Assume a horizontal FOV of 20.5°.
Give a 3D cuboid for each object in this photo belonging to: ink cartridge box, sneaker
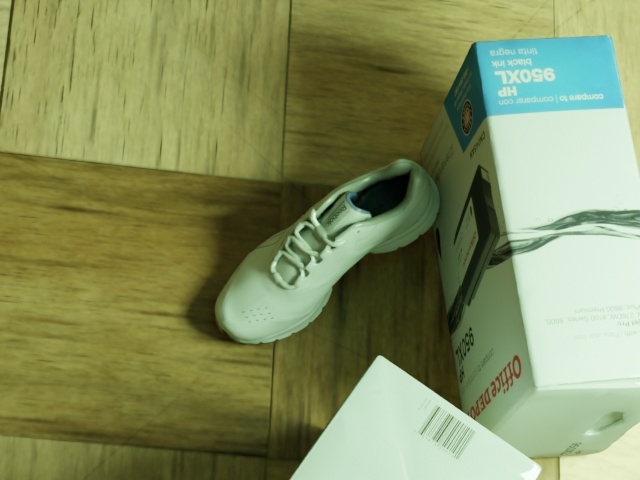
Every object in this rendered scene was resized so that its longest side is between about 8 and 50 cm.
[{"bbox_3d":[0.240,0.016,1.934,0.166,0.285,0.395,-4,68,-11],"label":"ink cartridge box"},{"bbox_3d":[0.000,0.000,1.963,0.297,0.129,0.111,-39,74,-7],"label":"sneaker"}]

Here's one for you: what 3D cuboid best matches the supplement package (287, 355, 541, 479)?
[{"bbox_3d":[0.060,0.284,1.798,0.199,0.262,0.198,35,65,4],"label":"supplement package"}]
